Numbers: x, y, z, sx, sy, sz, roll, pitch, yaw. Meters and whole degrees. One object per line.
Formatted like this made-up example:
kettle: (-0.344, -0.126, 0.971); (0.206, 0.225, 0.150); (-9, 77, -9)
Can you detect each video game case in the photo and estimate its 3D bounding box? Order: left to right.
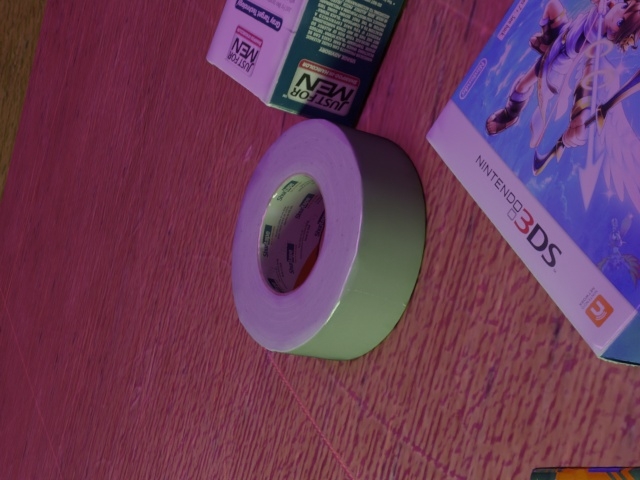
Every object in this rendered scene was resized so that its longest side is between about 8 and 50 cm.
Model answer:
video game case: (0.206, -0.101, 0.548); (0.269, 0.061, 0.244); (-58, 39, 26)

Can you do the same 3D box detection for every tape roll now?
tape roll: (0.000, 0.000, 0.811); (0.219, 0.072, 0.219); (-26, 58, 51)

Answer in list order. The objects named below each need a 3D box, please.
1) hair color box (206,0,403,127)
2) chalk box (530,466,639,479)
hair color box: (0.017, -0.305, 0.856); (0.174, 0.105, 0.347); (44, 116, 53)
chalk box: (0.178, 0.172, 0.400); (0.213, 0.132, 0.132); (123, 150, -71)
